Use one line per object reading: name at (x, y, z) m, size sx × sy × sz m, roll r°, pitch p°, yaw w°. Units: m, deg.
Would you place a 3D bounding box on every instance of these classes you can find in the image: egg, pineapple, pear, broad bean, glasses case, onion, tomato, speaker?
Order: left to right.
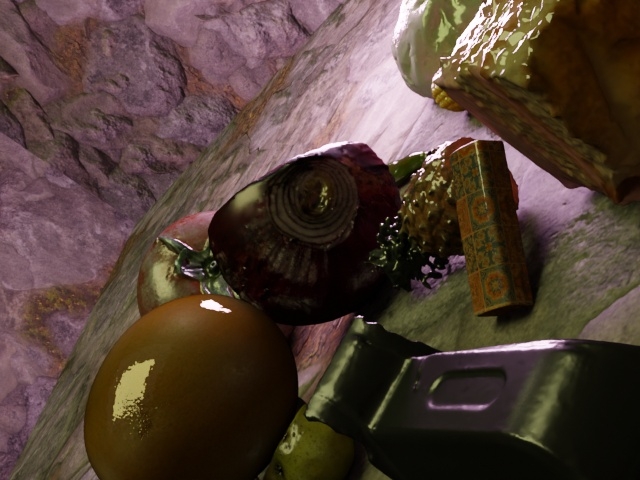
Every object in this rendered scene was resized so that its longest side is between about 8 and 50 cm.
egg at (-0.182, 0.230, 1.469) m, size 0.283 × 0.282 × 0.351 m, roll -37°, pitch 3°, yaw 43°
tomato at (-0.186, 0.097, 1.918) m, size 0.316 × 0.317 × 0.282 m, roll -62°, pitch -19°, yaw -23°
pear at (-0.008, 0.299, 1.419) m, size 0.141 × 0.104 × 0.141 m, roll -55°, pitch -12°, yaw -18°
onion at (0.000, 0.000, 1.700) m, size 0.337 × 0.260 × 0.282 m, roll -25°, pitch -15°, yaw -22°
broad bean at (0.129, -0.115, 1.939) m, size 0.297 × 0.043 × 0.060 m, roll -34°, pitch 36°, yaw 45°
pineapple at (0.159, -0.023, 1.514) m, size 0.278 × 0.158 × 0.157 m, roll -45°, pitch 19°, yaw 39°
speaker at (0.165, 0.172, 1.063) m, size 0.388 × 0.184 × 0.180 m, roll -18°, pitch 39°, yaw 61°
glasses case at (0.215, -0.015, 1.321) m, size 0.075 × 0.049 × 0.218 m, roll -27°, pitch 66°, yaw 54°

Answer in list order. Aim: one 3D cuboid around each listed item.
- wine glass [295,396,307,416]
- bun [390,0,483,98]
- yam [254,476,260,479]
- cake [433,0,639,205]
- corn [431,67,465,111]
wine glass at (-0.090, 0.291, 1.685) m, size 0.079 × 0.079 × 0.195 m, roll -61°, pitch 20°, yaw -20°
bun at (0.238, -0.430, 2.006) m, size 0.293 × 0.187 × 0.293 m, roll -50°, pitch 18°, yaw 23°
yam at (-0.205, 0.424, 1.640) m, size 0.254 × 0.154 × 0.154 m, roll -41°, pitch 22°, yaw 41°
cake at (0.334, -0.225, 1.205) m, size 0.314 × 0.293 × 0.307 m, roll -52°, pitch 12°, yaw -4°
corn at (0.289, -0.302, 1.783) m, size 0.244 × 0.093 × 0.093 m, roll -31°, pitch 28°, yaw 53°
